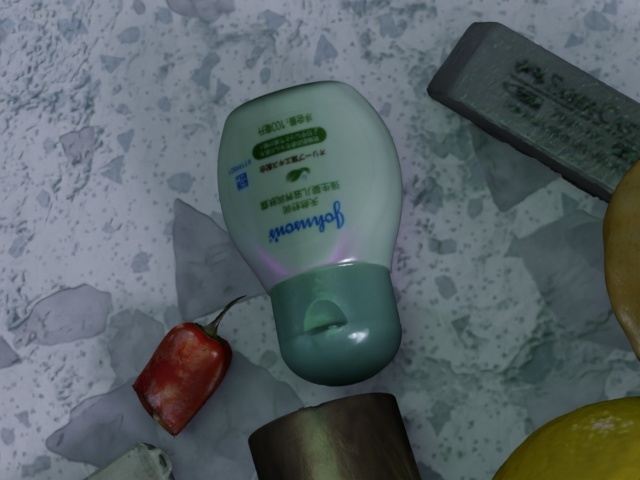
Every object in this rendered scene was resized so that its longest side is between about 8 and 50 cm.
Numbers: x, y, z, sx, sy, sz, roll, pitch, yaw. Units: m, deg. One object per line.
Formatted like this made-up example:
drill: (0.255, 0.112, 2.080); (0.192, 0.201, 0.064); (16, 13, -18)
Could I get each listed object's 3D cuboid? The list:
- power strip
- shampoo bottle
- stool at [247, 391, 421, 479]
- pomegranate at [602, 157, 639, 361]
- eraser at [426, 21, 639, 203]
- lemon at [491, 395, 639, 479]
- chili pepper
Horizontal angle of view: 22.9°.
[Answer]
power strip: (-0.287, 0.338, 1.910); (0.272, 0.052, 0.078); (-34, 70, 5)
shampoo bottle: (0.000, 0.000, 1.858); (0.221, 0.151, 0.350); (-14, 74, 10)
stool: (0.037, 0.319, 1.753); (0.179, 0.179, 0.264); (-21, 71, 10)
pomegranate: (0.451, 0.022, 1.604); (0.332, 0.332, 0.333); (-4, 76, 15)
eraser: (0.284, -0.143, 1.848); (0.352, 0.077, 0.111); (34, 88, 21)
lemon: (0.308, 0.321, 1.597); (0.364, 0.364, 0.364); (-4, 76, 15)
chili pepper: (-0.150, 0.140, 1.904); (0.086, 0.084, 0.192); (37, 92, -12)
